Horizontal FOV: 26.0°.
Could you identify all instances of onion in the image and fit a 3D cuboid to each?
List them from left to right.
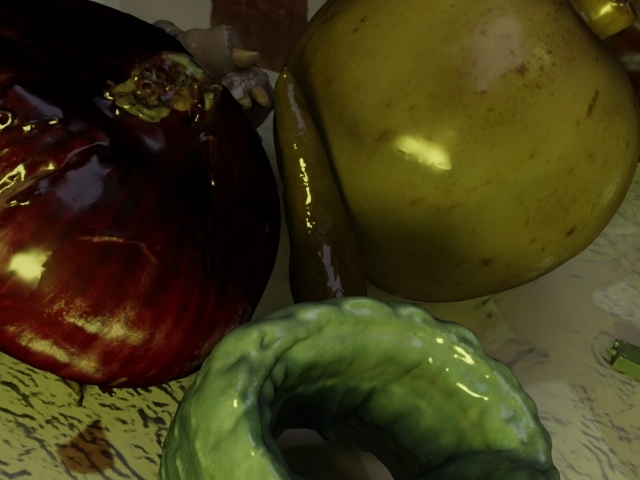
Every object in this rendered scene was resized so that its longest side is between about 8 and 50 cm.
[{"bbox_3d":[-0.152,-0.052,0.959,0.314,0.232,0.314,34,28,-21],"label":"onion"}]

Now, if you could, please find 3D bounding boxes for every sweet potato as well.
[{"bbox_3d":[-0.001,-0.002,1.022,0.059,0.069,0.250,-13,86,-14],"label":"sweet potato"}]

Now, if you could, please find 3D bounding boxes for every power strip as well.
[{"bbox_3d":[0.289,0.111,1.227,0.083,0.017,0.027,23,37,-8],"label":"power strip"}]

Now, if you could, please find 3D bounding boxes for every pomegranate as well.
[{"bbox_3d":[0.118,-0.109,1.134,0.319,0.319,0.319,17,39,-15],"label":"pomegranate"}]

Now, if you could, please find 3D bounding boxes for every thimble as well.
[{"bbox_3d":[0.028,0.146,0.880,0.250,0.172,0.205,20,49,-11],"label":"thimble"}]

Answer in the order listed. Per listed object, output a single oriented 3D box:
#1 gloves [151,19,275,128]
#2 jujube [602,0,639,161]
[{"bbox_3d":[-0.103,-0.131,1.195,0.144,0.110,0.094,48,0,22],"label":"gloves"},{"bbox_3d":[0.245,-0.231,1.409,0.376,0.276,0.276,20,37,9],"label":"jujube"}]
